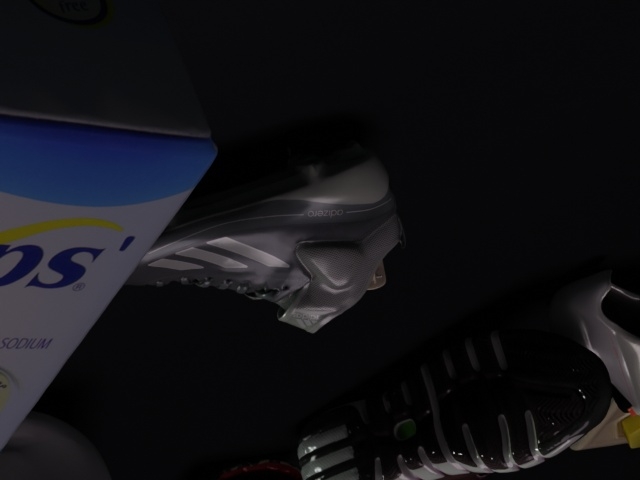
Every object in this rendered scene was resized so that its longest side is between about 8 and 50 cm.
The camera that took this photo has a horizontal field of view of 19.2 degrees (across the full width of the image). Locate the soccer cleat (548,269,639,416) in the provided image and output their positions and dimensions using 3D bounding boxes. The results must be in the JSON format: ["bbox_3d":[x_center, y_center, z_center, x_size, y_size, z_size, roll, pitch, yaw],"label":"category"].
[{"bbox_3d":[0.256,0.094,1.443,0.196,0.068,0.076,36,130,-21],"label":"soccer cleat"}]

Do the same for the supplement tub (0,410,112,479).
[{"bbox_3d":[-0.225,0.222,1.358,0.144,0.144,0.200,-10,153,-17],"label":"supplement tub"}]

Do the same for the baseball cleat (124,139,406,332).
[{"bbox_3d":[-0.050,0.015,1.117,0.206,0.109,0.072,-19,-167,0],"label":"baseball cleat"}]

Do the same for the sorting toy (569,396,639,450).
[{"bbox_3d":[0.345,0.135,1.686,0.193,0.038,0.208,-5,151,-27],"label":"sorting toy"}]

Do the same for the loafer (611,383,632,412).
[{"bbox_3d":[0.285,0.088,1.536,0.061,0.062,0.170,-12,155,-24],"label":"loafer"}]

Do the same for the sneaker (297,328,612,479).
[{"bbox_3d":[0.131,0.141,1.498,0.281,0.106,0.162,-20,164,34],"label":"sneaker"}]

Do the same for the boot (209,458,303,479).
[{"bbox_3d":[-0.128,0.261,1.568,0.236,0.085,0.178,-13,152,-27],"label":"boot"}]

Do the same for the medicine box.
[{"bbox_3d":[-0.239,-0.014,0.861,0.263,0.149,0.289,4,139,-39],"label":"medicine box"}]

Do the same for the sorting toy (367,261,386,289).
[{"bbox_3d":[0.000,0.000,1.201,0.075,0.045,0.083,-11,154,0],"label":"sorting toy"}]
